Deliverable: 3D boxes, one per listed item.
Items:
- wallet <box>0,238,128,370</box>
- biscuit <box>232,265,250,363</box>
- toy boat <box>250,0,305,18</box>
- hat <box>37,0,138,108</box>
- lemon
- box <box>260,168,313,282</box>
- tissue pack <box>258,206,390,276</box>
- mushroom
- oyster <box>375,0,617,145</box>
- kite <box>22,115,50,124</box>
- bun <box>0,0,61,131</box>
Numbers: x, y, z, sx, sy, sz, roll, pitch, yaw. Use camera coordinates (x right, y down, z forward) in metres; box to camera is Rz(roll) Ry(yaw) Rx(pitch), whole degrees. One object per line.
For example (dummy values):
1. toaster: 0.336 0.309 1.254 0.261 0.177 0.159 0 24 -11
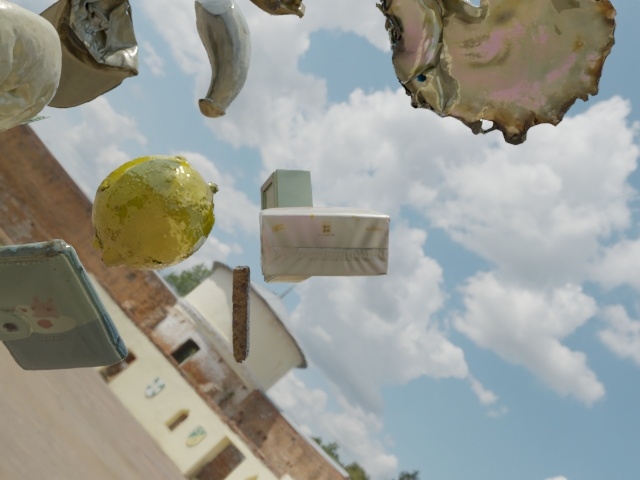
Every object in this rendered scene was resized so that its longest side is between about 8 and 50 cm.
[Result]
1. wallet: -0.573 0.148 1.309 0.083 0.252 0.360 -94 175 -48
2. biscuit: -0.163 0.150 1.299 0.064 0.035 0.199 -99 -170 -85
3. toy boat: -0.078 -0.334 0.800 0.049 0.047 0.149 -23 -47 38
4. hat: -0.481 -0.391 1.217 0.214 0.245 0.149 59 15 -55
5. lemon: -0.257 -0.040 0.970 0.173 0.206 0.173 38 -24 20
6. box: -0.072 -0.028 1.370 0.129 0.086 0.225 146 -57 -68
7. tissue pack: 0.000 0.000 1.175 0.185 0.225 0.124 -138 -131 -81
8. mushroom: -0.198 -0.378 1.295 0.103 0.118 0.270 51 32 -67
9. oyster: 0.143 -0.189 0.582 0.260 0.092 0.198 18 -38 -24
10. kite: -0.738 -0.251 1.361 0.323 0.267 0.013 4 -58 21
11. bun: -0.342 -0.159 0.580 0.193 0.179 0.127 -97 -169 -85
